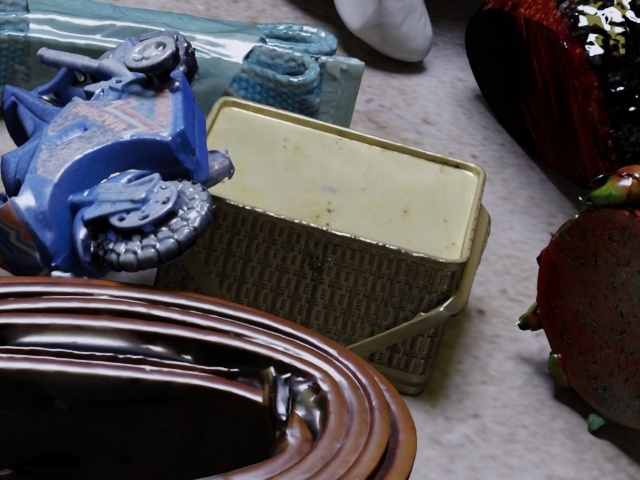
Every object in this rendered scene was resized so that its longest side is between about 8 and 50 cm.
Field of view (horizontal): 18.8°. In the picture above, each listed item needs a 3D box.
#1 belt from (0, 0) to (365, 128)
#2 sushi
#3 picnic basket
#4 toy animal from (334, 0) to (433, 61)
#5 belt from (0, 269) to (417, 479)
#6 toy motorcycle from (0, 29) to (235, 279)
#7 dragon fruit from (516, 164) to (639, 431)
[{"bbox_3d":[-0.127,-0.098,1.111,0.302,0.072,0.087,7,27,-10],"label":"belt"},{"bbox_3d":[0.179,-0.114,1.174,0.126,0.136,0.225,-22,17,-9],"label":"sushi"},{"bbox_3d":[0.000,0.000,0.991,0.164,0.079,0.115,17,31,4],"label":"picnic basket"},{"bbox_3d":[0.095,-0.259,1.347,0.265,0.206,0.272,-11,36,-31],"label":"toy animal"},{"bbox_3d":[-0.096,0.097,0.763,0.261,0.105,0.184,8,33,-13],"label":"belt"},{"bbox_3d":[-0.104,-0.035,0.898,0.114,0.076,0.205,-21,32,6],"label":"toy motorcycle"},{"bbox_3d":[0.164,0.026,0.967,0.142,0.138,0.175,4,11,28],"label":"dragon fruit"}]
